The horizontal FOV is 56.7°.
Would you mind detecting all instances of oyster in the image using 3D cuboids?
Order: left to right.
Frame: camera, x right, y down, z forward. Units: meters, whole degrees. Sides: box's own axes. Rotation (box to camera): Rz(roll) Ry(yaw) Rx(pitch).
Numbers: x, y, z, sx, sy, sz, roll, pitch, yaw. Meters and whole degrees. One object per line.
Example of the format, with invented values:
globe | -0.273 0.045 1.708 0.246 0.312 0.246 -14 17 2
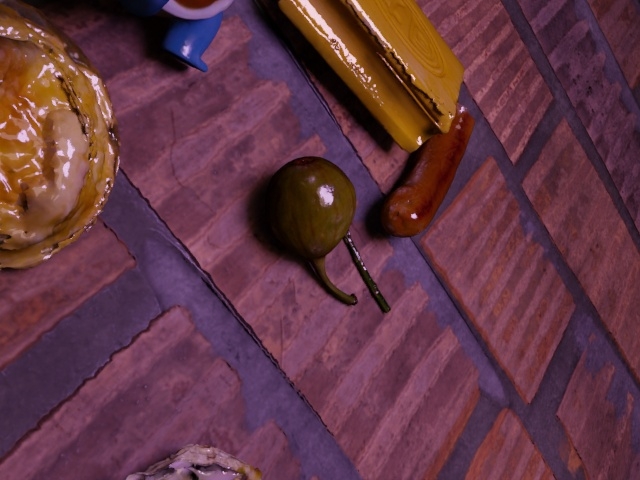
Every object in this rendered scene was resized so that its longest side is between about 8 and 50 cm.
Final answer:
oyster | -0.172 0.280 0.616 0.209 0.072 0.133 -40 112 -17

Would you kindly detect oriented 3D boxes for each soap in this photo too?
soap | 0.091 -0.309 0.902 0.324 0.096 0.204 44 43 -25

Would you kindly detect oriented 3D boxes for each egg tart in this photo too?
egg tart | -0.317 -0.103 0.549 0.297 0.132 0.297 4 84 -39

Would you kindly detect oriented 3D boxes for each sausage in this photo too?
sausage | 0.174 -0.110 0.954 0.302 0.076 0.103 -60 155 -32

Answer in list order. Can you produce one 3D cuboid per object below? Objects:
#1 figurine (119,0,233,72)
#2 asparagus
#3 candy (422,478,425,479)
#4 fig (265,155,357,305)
figurine | -0.188 -0.362 0.672 0.298 0.243 0.416 21 47 -24
asparagus | 0.063 0.038 0.884 0.016 0.016 0.163 -31 100 -12
candy | 0.039 0.426 0.742 0.331 0.077 0.187 1 73 -39
fig | 0.000 0.000 0.804 0.124 0.124 0.236 -42 130 -36
